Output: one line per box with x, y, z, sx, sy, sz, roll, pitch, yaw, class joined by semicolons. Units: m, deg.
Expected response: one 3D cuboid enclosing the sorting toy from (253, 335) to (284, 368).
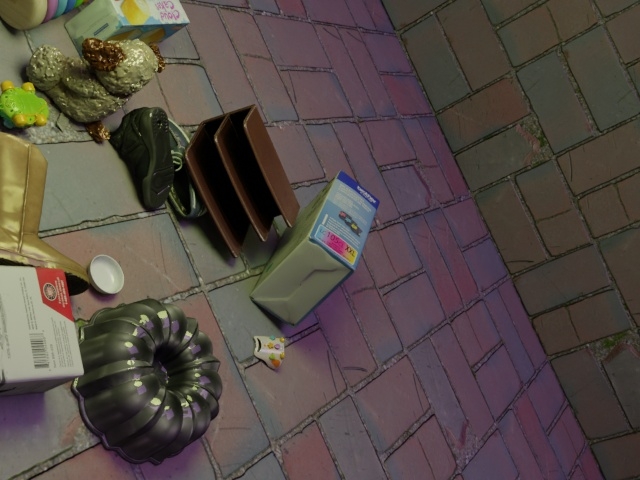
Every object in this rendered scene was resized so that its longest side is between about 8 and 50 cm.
-0.129;0.261;1.947;0.075;0.045;0.083;16;52;-29;sorting toy

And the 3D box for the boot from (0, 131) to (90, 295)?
-0.531;-0.050;1.501;0.236;0.089;0.270;29;43;-45;boot

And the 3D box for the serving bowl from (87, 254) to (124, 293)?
-0.436;0.072;1.614;0.083;0.027;0.083;36;40;-38;serving bowl

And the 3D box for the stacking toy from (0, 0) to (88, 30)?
-0.554;-0.563;1.771;0.141;0.141;0.330;59;37;-8;stacking toy

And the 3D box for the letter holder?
-0.187;-0.137;1.946;0.214;0.152;0.302;-76;147;-58;letter holder

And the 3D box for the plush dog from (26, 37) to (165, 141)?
-0.451;-0.348;1.716;0.262;0.225;0.211;-25;89;-61;plush dog

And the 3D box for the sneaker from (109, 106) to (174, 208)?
-0.404;-0.188;1.819;0.087;0.130;0.228;-24;116;-52;sneaker

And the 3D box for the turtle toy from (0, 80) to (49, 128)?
-0.588;-0.260;1.593;0.130;0.066;0.095;-11;77;-60;turtle toy

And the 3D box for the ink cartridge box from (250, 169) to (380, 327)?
0.000;0.000;2.086;0.151;0.270;0.395;37;35;-11;ink cartridge box

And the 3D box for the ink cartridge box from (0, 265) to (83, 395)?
-0.542;0.148;1.300;0.273;0.114;0.197;8;61;-56;ink cartridge box

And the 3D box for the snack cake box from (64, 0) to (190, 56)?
-0.456;-0.518;1.917;0.089;0.152;0.264;63;30;-2;snack cake box

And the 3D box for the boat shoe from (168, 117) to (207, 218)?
-0.344;-0.170;1.886;0.079;0.095;0.255;-29;101;-71;boat shoe

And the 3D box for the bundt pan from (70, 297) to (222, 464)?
-0.315;0.258;1.565;0.331;0.124;0.331;37;38;-37;bundt pan
